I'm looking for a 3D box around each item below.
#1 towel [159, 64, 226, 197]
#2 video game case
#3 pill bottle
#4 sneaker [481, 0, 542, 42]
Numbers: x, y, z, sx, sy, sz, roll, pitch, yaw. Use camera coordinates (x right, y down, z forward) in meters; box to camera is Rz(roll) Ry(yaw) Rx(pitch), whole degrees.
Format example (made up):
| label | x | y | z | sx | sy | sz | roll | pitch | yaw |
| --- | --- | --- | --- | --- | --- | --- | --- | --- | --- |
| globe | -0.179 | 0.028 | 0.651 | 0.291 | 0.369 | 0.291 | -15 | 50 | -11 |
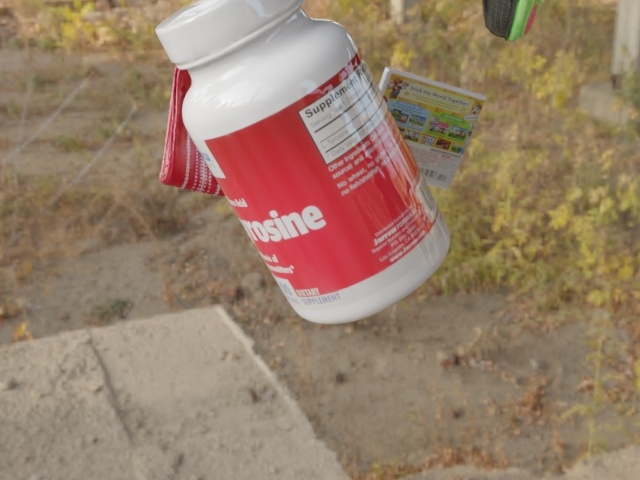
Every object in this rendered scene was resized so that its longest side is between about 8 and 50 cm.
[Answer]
| label | x | y | z | sx | sy | sz | roll | pitch | yaw |
| --- | --- | --- | --- | --- | --- | --- | --- | --- | --- |
| towel | -0.115 | -0.159 | 1.439 | 0.275 | 0.199 | 0.031 | 10 | -5 | -40 |
| video game case | 0.195 | -0.219 | 1.885 | 0.227 | 0.206 | 0.026 | 12 | 21 | -23 |
| pill bottle | -0.022 | -0.119 | 1.155 | 0.229 | 0.407 | 0.229 | -26 | 21 | 11 |
| sneaker | 0.196 | -0.506 | 1.313 | 0.202 | 0.483 | 0.185 | -10 | 26 | 28 |
